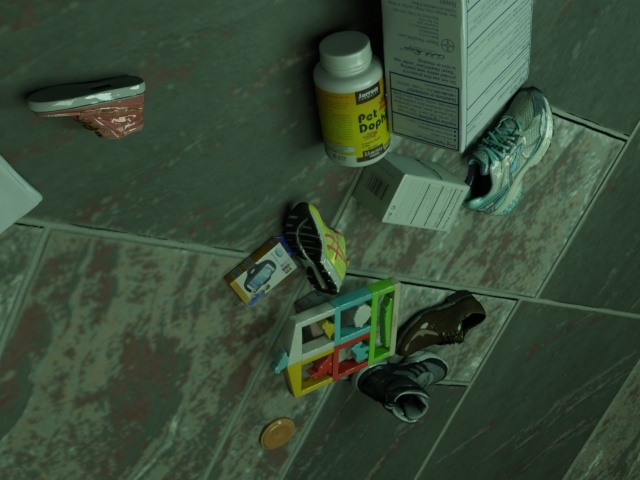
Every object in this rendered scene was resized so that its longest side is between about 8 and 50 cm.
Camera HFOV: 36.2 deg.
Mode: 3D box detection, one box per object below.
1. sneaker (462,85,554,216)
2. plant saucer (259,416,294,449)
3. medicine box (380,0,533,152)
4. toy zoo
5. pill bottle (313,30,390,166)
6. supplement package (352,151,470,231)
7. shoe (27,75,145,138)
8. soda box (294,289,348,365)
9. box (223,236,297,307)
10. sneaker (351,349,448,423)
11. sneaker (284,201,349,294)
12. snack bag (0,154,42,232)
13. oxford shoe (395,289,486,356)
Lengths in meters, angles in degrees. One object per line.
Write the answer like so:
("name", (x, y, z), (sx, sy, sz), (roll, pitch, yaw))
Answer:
("sneaker", (0.364, -0.171, 1.945), (0.122, 0.110, 0.283), (0, 120, -33))
("plant saucer", (-0.091, 0.414, 2.093), (0.083, 0.013, 0.083), (-20, 130, -26))
("medicine box", (0.231, -0.341, 1.620), (0.263, 0.149, 0.289), (-46, 144, -38))
("toy zoo", (0.028, 0.197, 1.926), (0.293, 0.030, 0.192), (-20, 130, -27))
("pill bottle", (0.052, -0.238, 1.646), (0.117, 0.117, 0.215), (-28, 134, -19))
("supplement package", (0.172, -0.093, 1.855), (0.179, 0.105, 0.105), (7, 116, -41))
("shoe", (-0.336, -0.184, 1.426), (0.178, 0.063, 0.081), (-17, 125, -33))
("soda box", (0.003, 0.186, 1.965), (0.063, 0.058, 0.183), (-30, 135, -16))
("box", (-0.104, 0.054, 1.808), (0.136, 0.028, 0.081), (-39, 136, -5))
("sneaker", (0.206, 0.326, 2.154), (0.269, 0.153, 0.101), (1, 120, -38))
("sneaker", (0.000, 0.000, 1.822), (0.094, 0.081, 0.208), (-54, 140, -34))
("snack bag", (-0.592, -0.043, 1.355), (0.342, 0.037, 0.323), (-39, 136, -7))
("oxford shoe", (0.264, 0.194, 2.146), (0.227, 0.096, 0.082), (-30, 136, -14))
